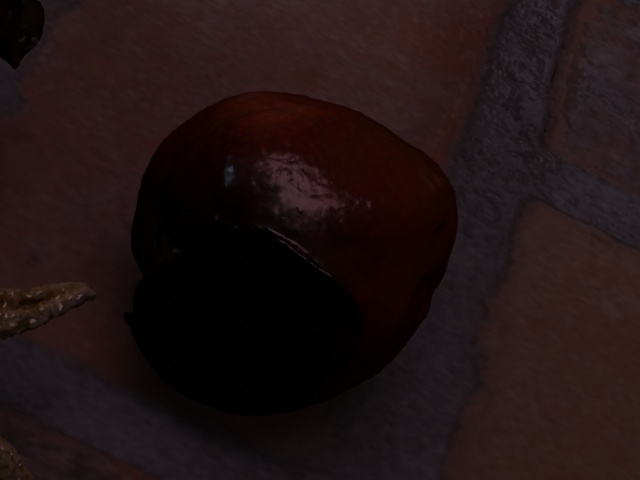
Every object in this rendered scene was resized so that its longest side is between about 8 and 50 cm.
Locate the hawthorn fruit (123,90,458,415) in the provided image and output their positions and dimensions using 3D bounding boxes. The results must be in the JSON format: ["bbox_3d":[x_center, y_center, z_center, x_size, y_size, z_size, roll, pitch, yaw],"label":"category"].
[{"bbox_3d":[0.000,0.000,1.140,0.251,0.189,0.189,-16,60,-45],"label":"hawthorn fruit"}]

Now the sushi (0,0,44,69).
[{"bbox_3d":[-0.278,-0.131,1.110,0.212,0.215,0.227,2,29,-33],"label":"sushi"}]

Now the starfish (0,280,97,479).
[{"bbox_3d":[-0.255,0.039,0.967,0.294,0.084,0.301,-8,88,-41],"label":"starfish"}]
